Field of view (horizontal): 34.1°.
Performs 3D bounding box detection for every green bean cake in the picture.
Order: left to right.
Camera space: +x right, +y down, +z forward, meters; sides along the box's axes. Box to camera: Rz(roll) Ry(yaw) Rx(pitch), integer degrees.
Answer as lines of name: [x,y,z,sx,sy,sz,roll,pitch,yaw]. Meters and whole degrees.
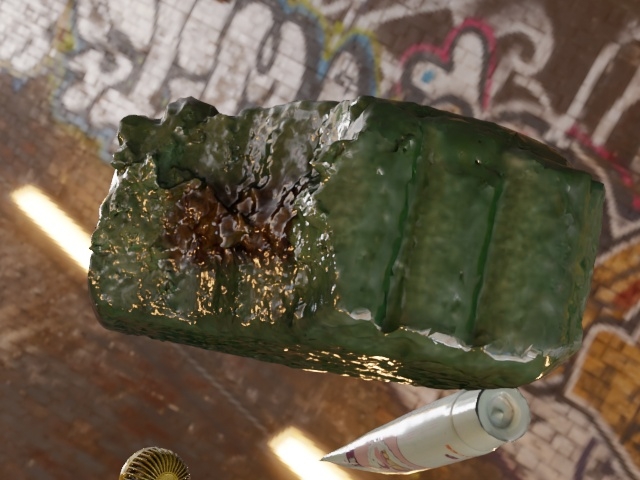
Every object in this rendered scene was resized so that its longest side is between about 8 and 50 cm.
green bean cake: [0.000,0.000,0.711,0.300,0.169,0.308,13,171,-8]

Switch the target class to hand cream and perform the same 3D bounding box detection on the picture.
hand cream: [0.093,0.188,0.993,0.085,0.058,0.331,11,160,-18]

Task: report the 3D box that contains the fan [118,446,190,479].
fan: [-0.161,0.296,1.207,0.039,0.082,0.155,-4,147,48]
